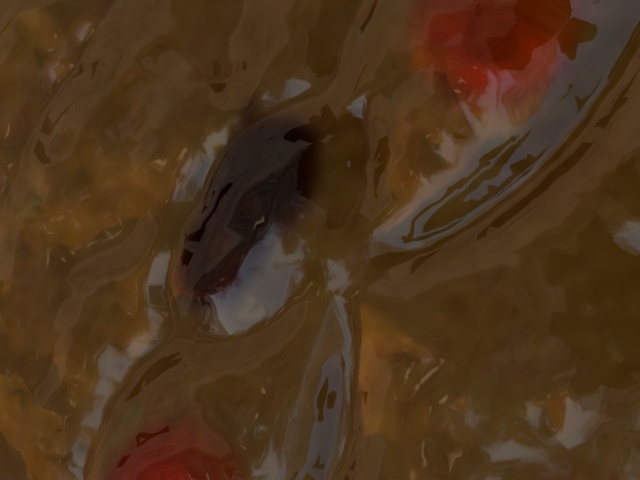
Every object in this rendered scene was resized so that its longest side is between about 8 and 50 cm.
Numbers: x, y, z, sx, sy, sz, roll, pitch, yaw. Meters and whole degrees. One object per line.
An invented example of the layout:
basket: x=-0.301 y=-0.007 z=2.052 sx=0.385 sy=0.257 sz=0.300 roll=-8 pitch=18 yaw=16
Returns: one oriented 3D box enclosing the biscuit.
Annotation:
biscuit: x=0.000 y=0.000 z=0.546 sx=0.349 sy=0.455 sz=0.078 roll=-55 pitch=149 yaw=8
